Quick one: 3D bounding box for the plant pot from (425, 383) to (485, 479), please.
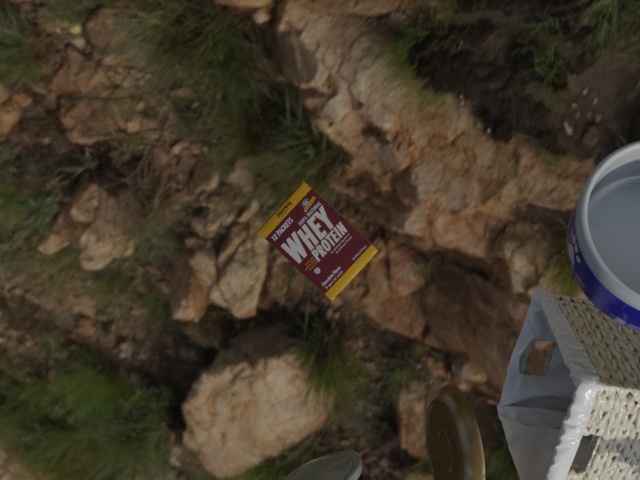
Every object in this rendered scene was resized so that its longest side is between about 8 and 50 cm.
[{"bbox_3d":[0.240,0.384,1.598,0.032,0.236,0.236,-5,125,-13],"label":"plant pot"}]

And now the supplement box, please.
[{"bbox_3d":[0.000,0.000,1.680,0.191,0.194,0.129,43,93,3],"label":"supplement box"}]

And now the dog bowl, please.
[{"bbox_3d":[0.482,-0.006,1.207,0.265,0.265,0.104,19,158,10],"label":"dog bowl"}]

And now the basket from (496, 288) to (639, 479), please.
[{"bbox_3d":[0.534,0.321,1.696,0.266,0.331,0.328,8,117,-4],"label":"basket"}]

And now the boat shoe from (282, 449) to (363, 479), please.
[{"bbox_3d":[0.004,0.325,0.977,0.114,0.302,0.091,-22,94,12],"label":"boat shoe"}]
